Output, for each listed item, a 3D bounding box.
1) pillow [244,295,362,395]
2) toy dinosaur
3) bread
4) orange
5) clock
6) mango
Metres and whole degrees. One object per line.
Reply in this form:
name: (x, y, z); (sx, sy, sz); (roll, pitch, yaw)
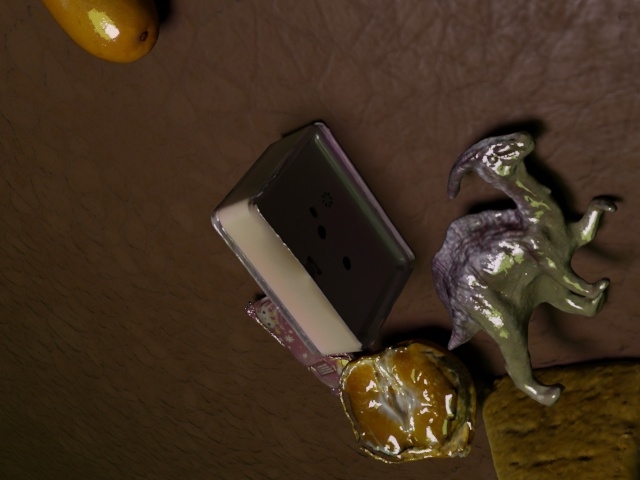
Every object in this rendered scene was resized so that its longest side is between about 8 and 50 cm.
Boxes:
pillow: (-0.006, 0.130, 1.044); (0.185, 0.043, 0.118); (49, 144, -10)
toy dinosaur: (0.185, 0.029, 0.771); (0.162, 0.077, 0.294); (25, 126, 22)
bread: (0.249, 0.323, 0.791); (0.245, 0.361, 0.233); (-20, 117, 45)
orange: (0.108, 0.181, 0.948); (0.170, 0.112, 0.160); (32, 112, 17)
clock: (0.000, 0.000, 0.819); (0.071, 0.147, 0.192); (-17, 119, 41)
mango: (-0.230, -0.248, 0.794); (0.184, 0.085, 0.102); (44, 147, 7)
